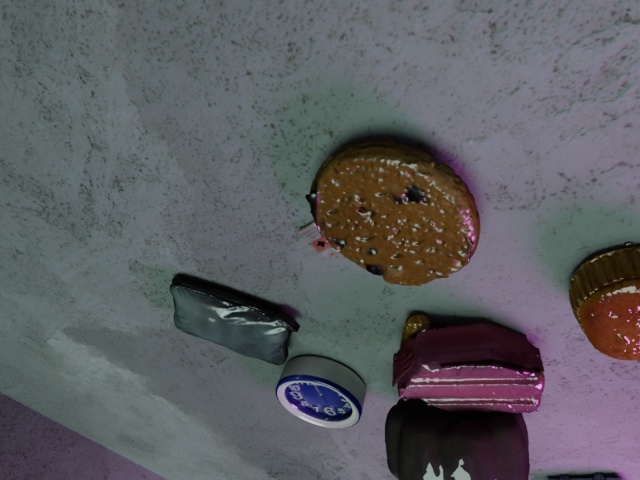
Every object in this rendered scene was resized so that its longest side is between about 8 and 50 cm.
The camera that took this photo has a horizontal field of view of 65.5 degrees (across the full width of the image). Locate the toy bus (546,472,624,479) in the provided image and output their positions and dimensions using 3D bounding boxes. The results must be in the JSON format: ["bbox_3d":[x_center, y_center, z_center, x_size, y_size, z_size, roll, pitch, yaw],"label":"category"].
[{"bbox_3d":[0.678,0.642,1.260,0.190,0.075,0.064,-26,119,37],"label":"toy bus"}]

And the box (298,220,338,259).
[{"bbox_3d":[0.000,0.000,0.965,0.046,0.012,0.083,-28,116,37],"label":"box"}]

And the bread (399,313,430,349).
[{"bbox_3d":[0.200,0.214,1.066,0.052,0.044,0.157,8,135,7],"label":"bread"}]

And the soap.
[{"bbox_3d":[0.287,0.261,0.994,0.288,0.112,0.182,-6,127,10],"label":"soap"}]

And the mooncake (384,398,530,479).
[{"bbox_3d":[0.294,0.429,1.076,0.305,0.306,0.154,-3,92,25],"label":"mooncake"}]

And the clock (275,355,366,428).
[{"bbox_3d":[0.002,0.397,1.298,0.230,0.083,0.231,13,134,13],"label":"clock"}]

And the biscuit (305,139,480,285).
[{"bbox_3d":[0.120,-0.044,0.831,0.295,0.075,0.296,15,139,14],"label":"biscuit"}]

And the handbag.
[{"bbox_3d":[-0.214,0.200,1.206,0.332,0.075,0.192,19,133,9],"label":"handbag"}]

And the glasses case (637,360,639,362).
[{"bbox_3d":[0.635,0.165,0.850,0.190,0.042,0.072,-21,114,36],"label":"glasses case"}]

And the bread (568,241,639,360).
[{"bbox_3d":[0.507,0.109,0.799,0.199,0.104,0.199,10,133,11],"label":"bread"}]
